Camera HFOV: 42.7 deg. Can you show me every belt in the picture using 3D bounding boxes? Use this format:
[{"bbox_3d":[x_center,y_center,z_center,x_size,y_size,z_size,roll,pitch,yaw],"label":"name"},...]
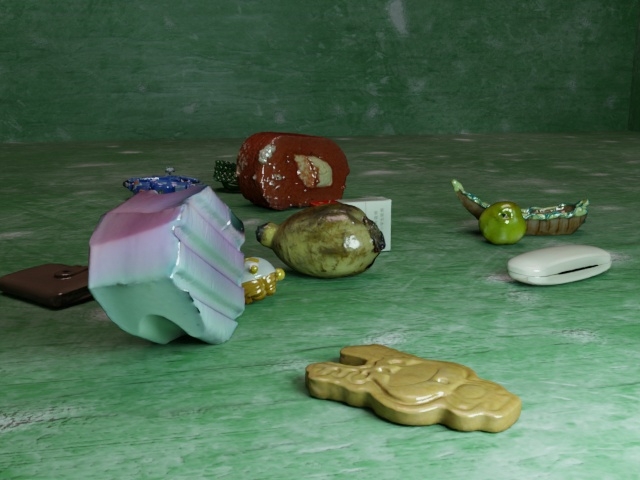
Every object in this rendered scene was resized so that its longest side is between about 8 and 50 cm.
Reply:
[{"bbox_3d":[-0.222,-0.170,2.222,0.151,0.079,0.121,12,4,3],"label":"belt"}]

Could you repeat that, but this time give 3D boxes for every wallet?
[{"bbox_3d":[-0.407,0.064,1.260,0.153,0.038,0.118,7,17,34],"label":"wallet"}]

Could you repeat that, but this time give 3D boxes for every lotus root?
[{"bbox_3d":[0.000,0.000,1.355,0.214,0.138,0.138,3,13,17],"label":"lotus root"}]

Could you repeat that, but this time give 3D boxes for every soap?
[{"bbox_3d":[-0.177,0.031,1.022,0.109,0.192,0.324,-4,-13,6],"label":"soap"}]

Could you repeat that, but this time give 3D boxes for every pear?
[{"bbox_3d":[0.351,-0.035,1.587,0.092,0.097,0.092,-2,45,2],"label":"pear"}]

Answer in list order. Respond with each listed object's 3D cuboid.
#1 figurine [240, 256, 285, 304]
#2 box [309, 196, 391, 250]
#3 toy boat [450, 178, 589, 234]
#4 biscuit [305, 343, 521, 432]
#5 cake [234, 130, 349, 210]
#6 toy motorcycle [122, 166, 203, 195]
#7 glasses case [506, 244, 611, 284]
[{"bbox_3d":[-0.107,0.054,1.244,0.101,0.068,0.143,-15,11,8],"label":"figurine"},{"bbox_3d":[0.055,-0.025,1.517,0.152,0.100,0.048,-5,11,-21],"label":"box"},{"bbox_3d":[0.406,-0.060,1.693,0.293,0.099,0.108,7,11,-3],"label":"toy boat"},{"bbox_3d":[0.098,0.156,0.881,0.236,0.040,0.144,7,20,36],"label":"biscuit"},{"bbox_3d":[-0.069,-0.176,2.004,0.283,0.176,0.151,-7,15,-33],"label":"cake"},{"bbox_3d":[-0.396,-0.134,2.064,0.205,0.076,0.114,0,22,-8],"label":"toy motorcycle"},{"bbox_3d":[0.393,0.039,1.344,0.204,0.051,0.081,-8,14,-31],"label":"glasses case"}]
